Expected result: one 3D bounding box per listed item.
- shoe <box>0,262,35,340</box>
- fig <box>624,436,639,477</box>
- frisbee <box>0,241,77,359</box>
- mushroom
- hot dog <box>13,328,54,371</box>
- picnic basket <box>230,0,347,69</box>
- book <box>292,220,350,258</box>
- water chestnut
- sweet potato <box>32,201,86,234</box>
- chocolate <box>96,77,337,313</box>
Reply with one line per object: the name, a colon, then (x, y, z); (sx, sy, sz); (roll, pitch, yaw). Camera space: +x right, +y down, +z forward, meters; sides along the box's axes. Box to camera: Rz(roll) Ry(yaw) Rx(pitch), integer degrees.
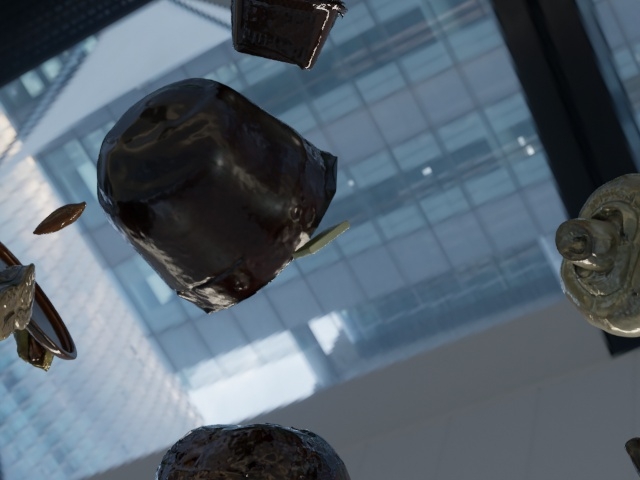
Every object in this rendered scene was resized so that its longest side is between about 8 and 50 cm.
shoe: (-0.451, 0.081, 1.624); (0.092, 0.089, 0.180); (8, -165, 3)
fig: (0.506, 0.372, 1.630); (0.217, 0.217, 0.321); (-30, -157, -1)
frisbee: (-0.464, 0.088, 1.872); (0.021, 0.251, 0.251); (-36, -163, -2)
mushroom: (0.471, 0.019, 1.899); (0.254, 0.234, 0.260); (-48, -143, 40)
hot dog: (-0.530, 0.160, 2.165); (0.078, 0.061, 0.169); (-38, -126, 16)
picnic basket: (-0.074, -0.381, 2.090); (0.222, 0.129, 0.297); (14, -171, -4)
book: (0.000, 0.001, 1.842); (0.077, 0.014, 0.111); (-36, -176, -15)
water chestnut: (-0.108, 0.458, 1.989); (0.350, 0.302, 0.350); (3, 173, 0)
sweet potato: (-0.401, -0.033, 1.826); (0.095, 0.034, 0.034); (-30, -164, -21)
chocolate: (-0.211, -0.107, 2.016); (0.383, 0.331, 0.384); (-36, -152, 23)
